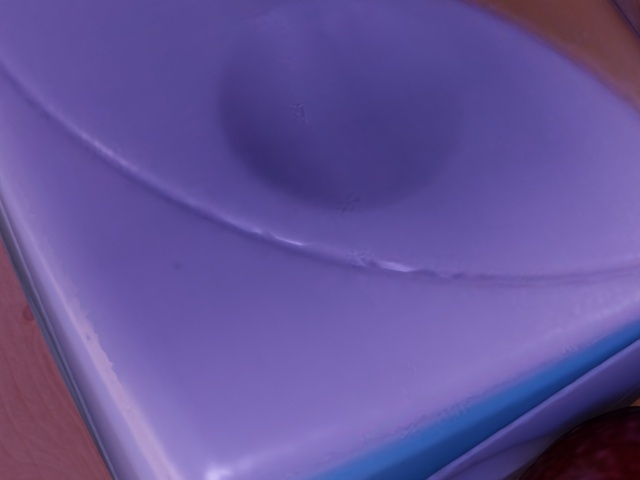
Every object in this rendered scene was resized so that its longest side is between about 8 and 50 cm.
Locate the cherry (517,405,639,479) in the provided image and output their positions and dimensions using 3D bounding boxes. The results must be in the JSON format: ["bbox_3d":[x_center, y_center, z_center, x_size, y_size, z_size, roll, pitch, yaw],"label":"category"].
[{"bbox_3d":[0.201,0.200,0.671,0.230,0.203,0.300,17,154,23],"label":"cherry"}]

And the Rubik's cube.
[{"bbox_3d":[0.000,0.000,0.796,0.347,0.352,0.351,61,163,19],"label":"Rubik's cube"}]
